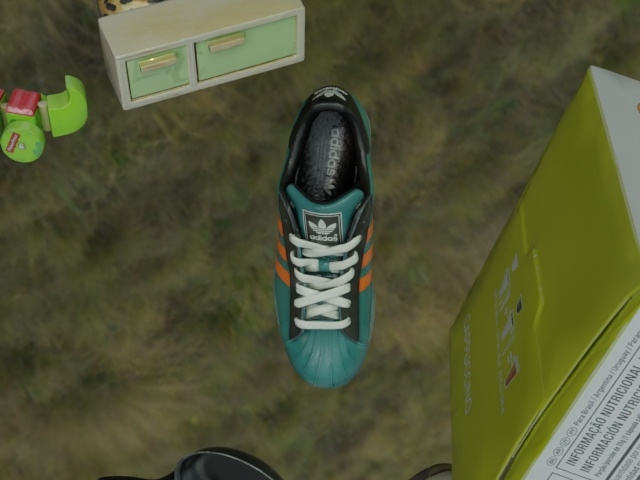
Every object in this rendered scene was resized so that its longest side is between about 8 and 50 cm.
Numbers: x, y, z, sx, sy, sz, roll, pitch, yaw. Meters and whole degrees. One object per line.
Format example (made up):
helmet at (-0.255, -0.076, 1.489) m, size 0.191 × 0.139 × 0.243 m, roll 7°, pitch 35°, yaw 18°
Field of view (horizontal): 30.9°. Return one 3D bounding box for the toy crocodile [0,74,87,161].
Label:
toy crocodile at (-0.534, -0.196, 1.835) m, size 0.340 × 0.115 × 0.105 m, roll -1°, pitch 130°, yaw 2°

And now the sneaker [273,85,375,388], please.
sneaker at (0.000, 0.000, 1.134) m, size 0.108 × 0.302 × 0.121 m, roll 0°, pitch -178°, yaw 6°

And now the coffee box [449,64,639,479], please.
coffee box at (0.325, 0.110, 1.015) m, size 0.338 × 0.334 × 0.338 m, roll -83°, pitch -166°, yaw -55°

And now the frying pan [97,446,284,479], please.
frying pan at (-0.167, 0.386, 1.737) m, size 0.326 × 0.197 × 0.053 m, roll -20°, pitch -153°, yaw 40°

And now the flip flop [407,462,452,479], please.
flip flop at (0.191, 0.330, 1.391) m, size 0.112 × 0.080 × 0.277 m, roll -48°, pitch 140°, yaw 15°

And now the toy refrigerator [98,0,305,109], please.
toy refrigerator at (-0.159, -0.273, 1.598) m, size 0.269 × 0.094 × 0.102 m, roll -17°, pitch 144°, yaw -15°

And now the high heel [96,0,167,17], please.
high heel at (-0.193, -0.365, 1.718) m, size 0.261 × 0.186 × 0.093 m, roll -38°, pitch 178°, yaw -22°
